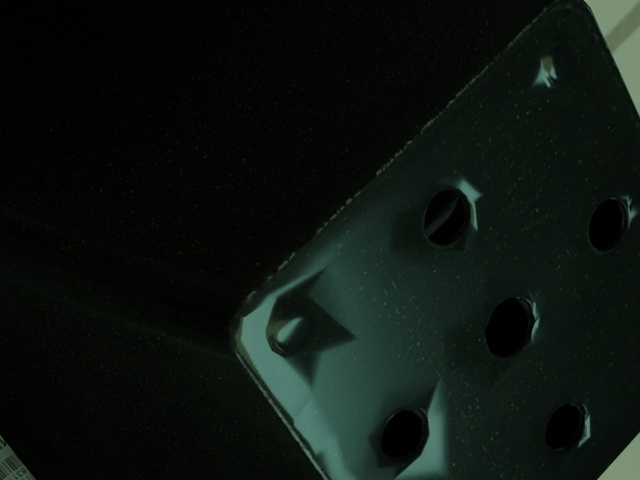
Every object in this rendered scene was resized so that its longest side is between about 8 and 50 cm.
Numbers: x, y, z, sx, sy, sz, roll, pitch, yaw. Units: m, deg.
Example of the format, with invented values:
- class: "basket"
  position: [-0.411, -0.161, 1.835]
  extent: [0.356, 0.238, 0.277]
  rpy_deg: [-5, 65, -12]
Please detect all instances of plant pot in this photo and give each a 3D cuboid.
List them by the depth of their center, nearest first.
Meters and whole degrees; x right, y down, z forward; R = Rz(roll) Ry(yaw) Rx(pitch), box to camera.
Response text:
- class: "plant pot"
  position: [0.000, 0.000, 0.534]
  extent: [0.187, 0.167, 0.188]
  rpy_deg: [-44, 125, -18]

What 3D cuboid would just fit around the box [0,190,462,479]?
- class: "box"
  position: [-0.035, 0.093, 0.771]
  extent: [0.293, 0.073, 0.295]
  rpy_deg: [-34, 152, -22]
